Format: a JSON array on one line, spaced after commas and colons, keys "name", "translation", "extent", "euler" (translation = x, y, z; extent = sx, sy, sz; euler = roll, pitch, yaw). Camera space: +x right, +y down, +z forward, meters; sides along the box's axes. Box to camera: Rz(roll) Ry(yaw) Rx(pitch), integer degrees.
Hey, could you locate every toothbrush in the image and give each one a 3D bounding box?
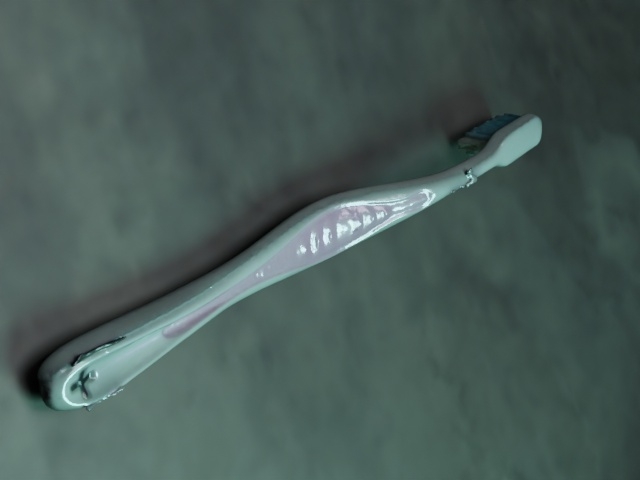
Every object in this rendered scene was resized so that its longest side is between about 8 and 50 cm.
[{"name": "toothbrush", "translation": [0.000, 0.000, 0.551], "extent": [0.204, 0.022, 0.017], "euler": [-30, 120, -43]}]
